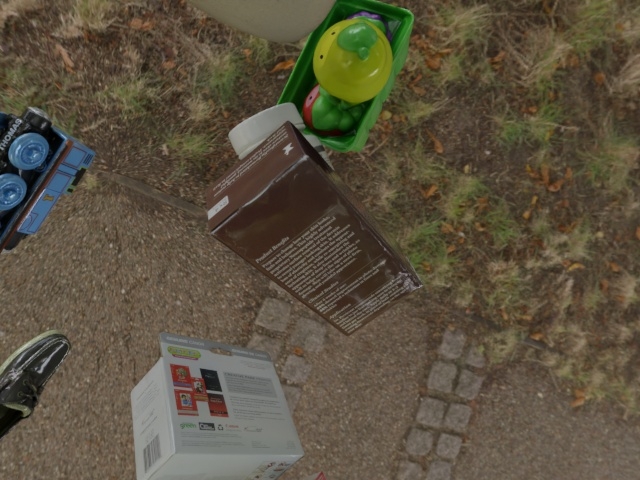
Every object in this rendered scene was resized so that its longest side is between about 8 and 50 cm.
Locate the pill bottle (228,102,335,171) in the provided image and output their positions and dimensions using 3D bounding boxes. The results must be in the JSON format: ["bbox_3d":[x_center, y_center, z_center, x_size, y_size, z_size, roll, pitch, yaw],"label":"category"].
[{"bbox_3d":[-0.057,-0.117,1.068,0.204,0.204,0.361,-28,95,-18],"label":"pill bottle"}]

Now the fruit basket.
[{"bbox_3d":[0.054,-0.408,1.083,0.392,0.283,0.392,-47,154,-32],"label":"fruit basket"}]

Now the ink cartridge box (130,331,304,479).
[{"bbox_3d":[-0.221,0.357,0.965,0.309,0.272,0.130,25,116,-40],"label":"ink cartridge box"}]

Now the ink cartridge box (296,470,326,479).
[{"bbox_3d":[-0.009,0.638,0.973,0.092,0.158,0.218,-25,76,10],"label":"ink cartridge box"}]

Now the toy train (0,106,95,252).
[{"bbox_3d":[-0.346,-0.060,0.514,0.080,0.105,0.184,31,88,14],"label":"toy train"}]

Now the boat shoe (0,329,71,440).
[{"bbox_3d":[-0.454,0.236,0.673,0.223,0.073,0.080,-52,150,-32],"label":"boat shoe"}]

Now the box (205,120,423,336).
[{"bbox_3d":[0.000,0.000,0.811,0.191,0.143,0.381,-36,131,12],"label":"box"}]

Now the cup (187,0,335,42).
[{"bbox_3d":[-0.143,-0.485,0.693,0.237,0.331,0.331,-16,105,-38],"label":"cup"}]
